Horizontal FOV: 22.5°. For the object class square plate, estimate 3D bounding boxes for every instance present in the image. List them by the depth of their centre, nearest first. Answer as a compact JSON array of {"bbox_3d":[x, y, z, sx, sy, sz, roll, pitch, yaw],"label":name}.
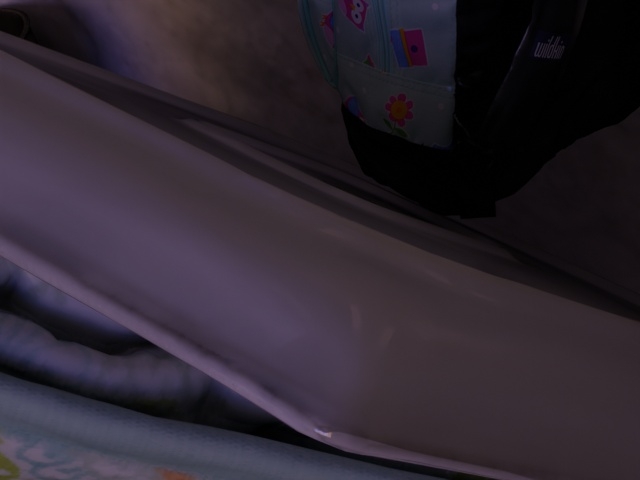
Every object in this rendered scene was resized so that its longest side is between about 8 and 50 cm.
[{"bbox_3d":[0.000,0.000,0.575,0.347,0.344,0.049,27,98,40],"label":"square plate"}]

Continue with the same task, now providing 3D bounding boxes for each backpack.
[{"bbox_3d":[0.056,-0.118,0.568,0.115,0.152,0.182,16,127,32],"label":"backpack"}]

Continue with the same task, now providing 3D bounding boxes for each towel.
[{"bbox_3d":[-0.058,0.127,0.729,0.374,0.090,0.320,21,145,-18],"label":"towel"}]

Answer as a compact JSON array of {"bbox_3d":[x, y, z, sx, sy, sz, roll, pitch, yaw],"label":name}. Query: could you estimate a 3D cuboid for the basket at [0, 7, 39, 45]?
[{"bbox_3d":[-0.169,0.014,0.850,0.204,0.154,0.227,1,129,50],"label":"basket"}]
